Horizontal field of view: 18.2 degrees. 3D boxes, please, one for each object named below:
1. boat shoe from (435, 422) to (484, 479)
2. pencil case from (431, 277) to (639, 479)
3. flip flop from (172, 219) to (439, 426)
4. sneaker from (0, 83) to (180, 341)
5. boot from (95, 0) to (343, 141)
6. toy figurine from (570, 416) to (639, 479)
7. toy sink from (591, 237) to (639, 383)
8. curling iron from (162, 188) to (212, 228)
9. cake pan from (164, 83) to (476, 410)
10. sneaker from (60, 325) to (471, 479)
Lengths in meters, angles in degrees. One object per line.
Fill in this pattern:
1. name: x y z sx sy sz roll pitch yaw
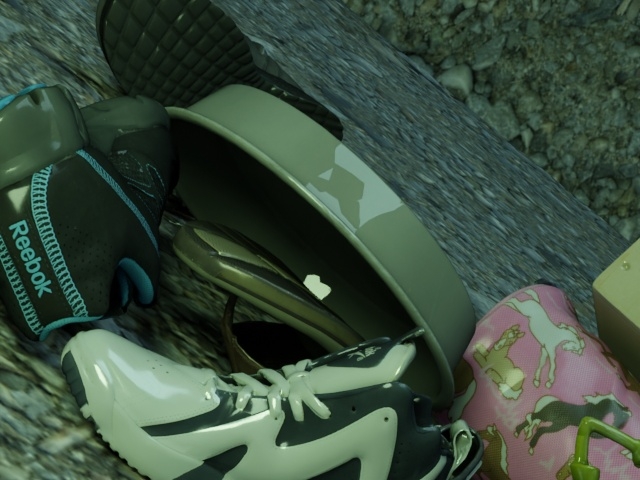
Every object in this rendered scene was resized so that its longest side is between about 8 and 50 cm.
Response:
1. boat shoe: 0.051 0.147 1.313 0.075 0.065 0.206 44 13 21
2. pencil case: 0.243 0.203 1.465 0.386 0.167 0.160 45 -31 26
3. flip flop: -0.014 0.082 1.360 0.112 0.080 0.277 42 -4 43
4. sneaker: -0.156 -0.012 1.254 0.341 0.125 0.140 -21 88 -79
5. boot: -0.140 -0.185 1.902 0.223 0.118 0.338 45 3 40
6. toy figurine: 0.295 0.267 1.180 0.362 0.191 0.217 29 0 -21
7. toy sink: 0.309 0.067 1.564 0.131 0.153 0.234 43 -10 26
8. curling iron: -0.044 -0.001 1.635 0.274 0.035 0.068 24 13 -46
9. cake pan: 0.000 0.000 1.420 0.293 0.054 0.293 41 -15 14
10. sneaker: -0.017 0.086 1.129 0.235 0.153 0.094 38 11 -7
